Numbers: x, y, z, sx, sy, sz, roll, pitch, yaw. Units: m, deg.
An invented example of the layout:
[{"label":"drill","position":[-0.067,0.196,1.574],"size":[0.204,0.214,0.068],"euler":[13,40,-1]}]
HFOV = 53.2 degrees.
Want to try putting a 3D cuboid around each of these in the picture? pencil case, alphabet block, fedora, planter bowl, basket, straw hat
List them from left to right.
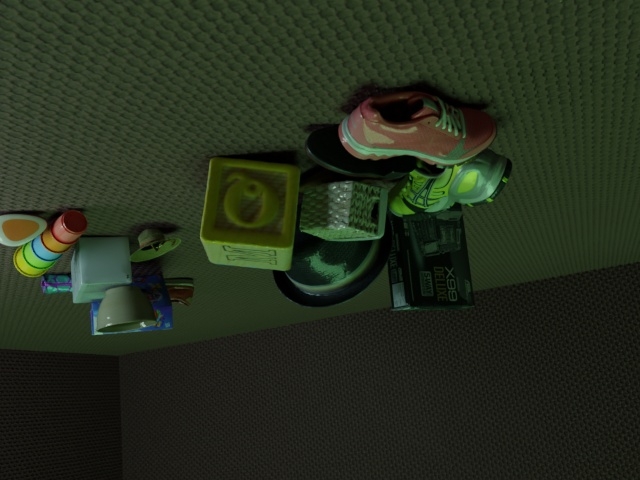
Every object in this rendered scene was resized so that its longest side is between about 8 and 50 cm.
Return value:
[{"label":"pencil case","position":[-0.821,0.139,2.065],"size":[0.152,0.064,0.070],"euler":[-1,180,-21]},{"label":"planter bowl","position":[-0.543,0.188,1.775],"size":[0.162,0.109,0.162],"euler":[-10,166,-3]},{"label":"straw hat","position":[-0.457,0.000,1.732],"size":[0.144,0.061,0.144],"euler":[-23,169,-5]},{"label":"alphabet block","position":[-0.148,-0.052,1.390],"size":[0.193,0.192,0.197],"euler":[4,165,-3]},{"label":"fedora","position":[0.000,0.000,1.542],"size":[0.334,0.334,0.152],"euler":[-14,150,24]},{"label":"basket","position":[0.045,-0.064,1.354],"size":[0.103,0.113,0.167],"euler":[15,168,-42]}]

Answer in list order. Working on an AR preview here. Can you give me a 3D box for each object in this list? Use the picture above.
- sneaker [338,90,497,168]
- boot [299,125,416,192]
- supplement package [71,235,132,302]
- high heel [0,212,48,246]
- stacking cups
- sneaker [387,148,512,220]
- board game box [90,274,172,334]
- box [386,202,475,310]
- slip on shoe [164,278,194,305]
[{"label":"sneaker","position":[0.198,-0.210,1.168],"size":[0.314,0.116,0.136],"euler":[-3,161,-16]},{"label":"boot","position":[0.022,-0.160,1.386],"size":[0.264,0.096,0.280],"euler":[-3,174,-34]},{"label":"supplement package","position":[-0.628,0.086,1.823],"size":[0.139,0.134,0.244],"euler":[-2,164,-27]},{"label":"high heel","position":[-0.768,-0.021,1.536],"size":[0.244,0.082,0.117],"euler":[-19,-166,-3]},{"label":"stacking cups","position":[-0.671,0.008,1.614],"size":[0.096,0.096,0.316],"euler":[8,158,-43]},{"label":"sneaker","position":[0.252,-0.148,1.425],"size":[0.147,0.145,0.385],"euler":[33,158,-18]},{"label":"board game box","position":[-0.610,0.197,2.050],"size":[0.233,0.078,0.347],"euler":[-2,-167,-18]},{"label":"box","position":[0.289,0.035,1.723],"size":[0.242,0.307,0.076],"euler":[4,165,-33]},{"label":"slip on shoe","position":[-0.624,0.201,2.314],"size":[0.331,0.101,0.123],"euler":[-2,166,-12]}]
